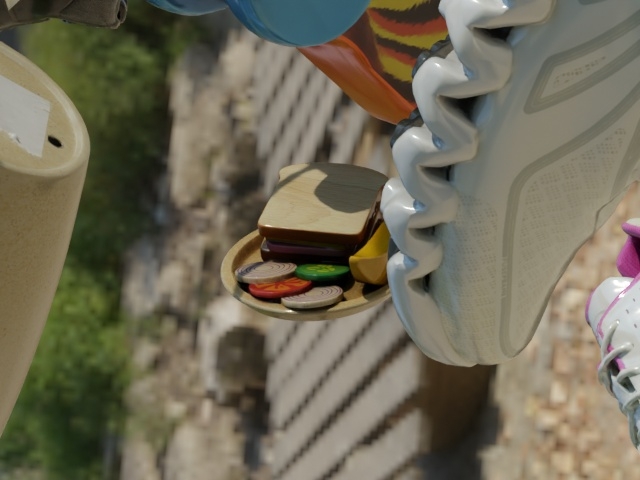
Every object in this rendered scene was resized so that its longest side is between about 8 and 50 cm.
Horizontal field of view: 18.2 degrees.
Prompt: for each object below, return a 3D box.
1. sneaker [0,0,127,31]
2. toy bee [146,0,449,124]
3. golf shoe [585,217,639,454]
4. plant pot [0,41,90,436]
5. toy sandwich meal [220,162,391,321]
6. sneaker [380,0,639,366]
[{"bbox_3d":[-0.187,-0.148,1.242,0.217,0.121,0.079,-33,46,56],"label":"sneaker"},{"bbox_3d":[-0.010,-0.156,0.774,0.162,0.195,0.298,-65,-27,-1],"label":"toy bee"},{"bbox_3d":[0.217,0.096,1.194,0.306,0.140,0.115,-67,-16,-46],"label":"golf shoe"},{"bbox_3d":[-0.256,0.015,1.156,0.274,0.256,0.256,-51,27,26],"label":"plant pot"},{"bbox_3d":[0.000,0.000,0.773,0.085,0.085,0.029,-107,9,-60],"label":"toy sandwich meal"},{"bbox_3d":[0.103,-0.075,0.556,0.292,0.118,0.110,-68,-9,29],"label":"sneaker"}]
